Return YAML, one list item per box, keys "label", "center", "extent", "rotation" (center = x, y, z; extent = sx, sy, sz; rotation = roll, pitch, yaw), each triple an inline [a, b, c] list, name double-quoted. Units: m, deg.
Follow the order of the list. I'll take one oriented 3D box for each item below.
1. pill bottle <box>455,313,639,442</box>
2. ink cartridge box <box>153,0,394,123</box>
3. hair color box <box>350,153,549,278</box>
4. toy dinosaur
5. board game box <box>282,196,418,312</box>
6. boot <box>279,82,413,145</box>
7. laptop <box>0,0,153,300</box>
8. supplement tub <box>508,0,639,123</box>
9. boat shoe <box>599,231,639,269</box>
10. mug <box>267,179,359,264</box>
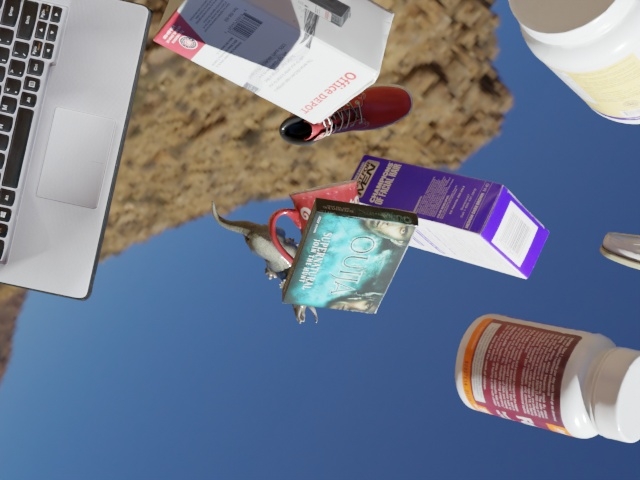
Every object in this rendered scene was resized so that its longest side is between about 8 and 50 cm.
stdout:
- label: "pill bottle"
  center: [0.506, 0.296, 2.389]
  extent: [0.392, 0.224, 0.224]
  rotation: [10, -119, 43]
- label: "ink cartridge box"
  center: [-0.064, -0.296, 1.550]
  extent: [0.197, 0.272, 0.114]
  rotation: [-29, -141, 58]
- label: "hair color box"
  center: [0.224, -0.048, 2.032]
  extent: [0.338, 0.185, 0.110]
  rotation: [15, -106, 44]
- label: "toy dinosaur"
  center: [-0.095, 0.017, 2.313]
  extent: [0.121, 0.314, 0.160]
  rotation: [-39, -161, -11]
- label: "board game box"
  center: [0.033, 0.022, 1.363]
  extent: [0.186, 0.126, 0.026]
  rotation: [111, -17, -50]
- label: "boot"
  center: [0.050, -0.231, 2.095]
  extent: [0.244, 0.088, 0.176]
  rotation: [-9, -165, 12]
- label: "laptop"
  center: [-0.441, -0.153, 1.283]
  extent: [0.236, 0.407, 0.382]
  rotation: [167, -65, -86]
- label: "supplement tub"
  center: [0.462, -0.350, 1.769]
  extent: [0.241, 0.331, 0.241]
  rotation: [-15, -116, 33]
- label: "boat shoe"
  center: [0.719, 0.012, 2.230]
  extent: [0.113, 0.302, 0.103]
  rotation: [-59, 158, -69]
- label: "mug"
  center: [0.004, -0.002, 1.806]
  extent: [0.150, 0.169, 0.113]
  rotation: [-11, -175, 15]
